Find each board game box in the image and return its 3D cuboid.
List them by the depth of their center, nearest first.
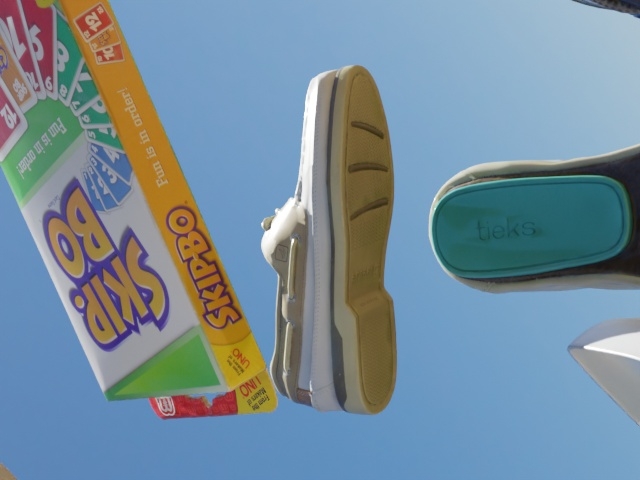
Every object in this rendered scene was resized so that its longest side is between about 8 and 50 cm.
[{"bbox_3d":[-0.113,-0.019,0.833,0.039,0.124,0.259,-33,-77,-36],"label":"board game box"}]

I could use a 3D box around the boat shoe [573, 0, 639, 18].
[{"bbox_3d":[0.019,-0.188,0.490,0.355,0.132,0.130,29,-166,-18],"label":"boat shoe"}]

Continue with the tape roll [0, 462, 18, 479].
[{"bbox_3d":[-0.252,0.228,0.593,0.392,0.392,0.072,64,-169,12],"label":"tape roll"}]

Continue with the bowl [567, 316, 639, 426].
[{"bbox_3d":[0.263,0.107,1.163,0.142,0.053,0.142,45,166,-17],"label":"bowl"}]

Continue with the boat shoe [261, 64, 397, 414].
[{"bbox_3d":[0.000,0.000,1.388,0.113,0.103,0.302,-1,-89,-62],"label":"boat shoe"}]

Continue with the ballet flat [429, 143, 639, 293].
[{"bbox_3d":[0.169,-0.011,0.756,0.086,0.248,0.086,-5,-84,-52],"label":"ballet flat"}]
